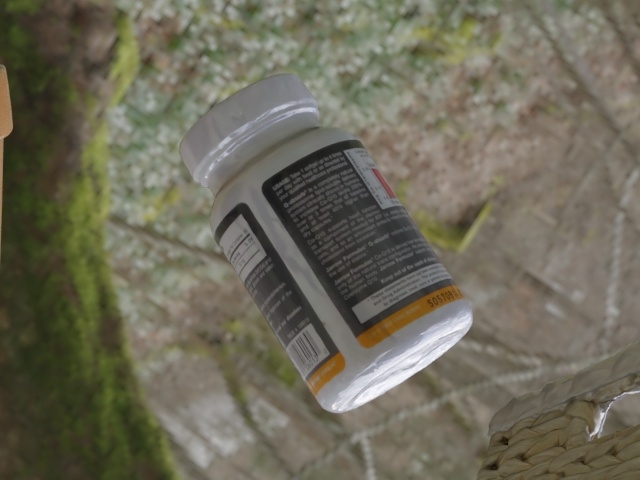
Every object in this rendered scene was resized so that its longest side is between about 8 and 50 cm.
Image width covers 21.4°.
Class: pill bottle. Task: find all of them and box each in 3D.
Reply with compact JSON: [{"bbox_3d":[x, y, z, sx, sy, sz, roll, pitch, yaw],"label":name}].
[{"bbox_3d":[0.000,0.000,1.507,0.162,0.278,0.162,-31,168,-7],"label":"pill bottle"}]

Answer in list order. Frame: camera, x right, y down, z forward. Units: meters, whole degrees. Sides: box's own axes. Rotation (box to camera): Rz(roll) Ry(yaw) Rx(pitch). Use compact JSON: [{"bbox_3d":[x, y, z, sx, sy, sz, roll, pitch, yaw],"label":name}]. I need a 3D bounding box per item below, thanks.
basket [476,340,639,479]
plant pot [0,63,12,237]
[{"bbox_3d":[0.288,0.258,1.118,0.328,0.331,0.266,-30,-155,48],"label":"basket"},{"bbox_3d":[-0.402,-0.031,1.499,0.291,0.290,0.204,-36,118,-63],"label":"plant pot"}]
